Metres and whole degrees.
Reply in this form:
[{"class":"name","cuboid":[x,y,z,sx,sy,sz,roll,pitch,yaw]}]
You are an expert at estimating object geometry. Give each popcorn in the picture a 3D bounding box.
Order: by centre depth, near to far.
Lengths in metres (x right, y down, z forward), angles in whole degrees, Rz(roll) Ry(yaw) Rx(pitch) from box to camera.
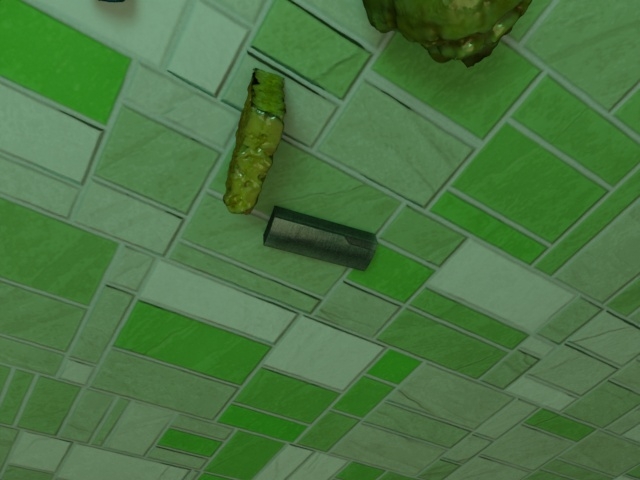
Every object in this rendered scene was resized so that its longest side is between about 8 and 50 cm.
[{"class":"popcorn","cuboid":[0.151,-0.325,0.605,0.183,0.221,0.204,9,128,-42]}]

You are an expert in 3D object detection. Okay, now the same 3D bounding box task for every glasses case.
[{"class":"glasses case","cuboid":[0.000,0.000,0.940,0.204,0.047,0.071,16,123,-16]}]

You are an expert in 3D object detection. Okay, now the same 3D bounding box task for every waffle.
[{"class":"waffle","cuboid":[-0.106,-0.130,0.762,0.055,0.160,0.211,14,124,-16]}]

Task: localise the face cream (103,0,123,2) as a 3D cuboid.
[{"class":"face cream","cuboid":[-0.240,-0.449,0.560,0.163,0.080,0.337,10,125,-14]}]
